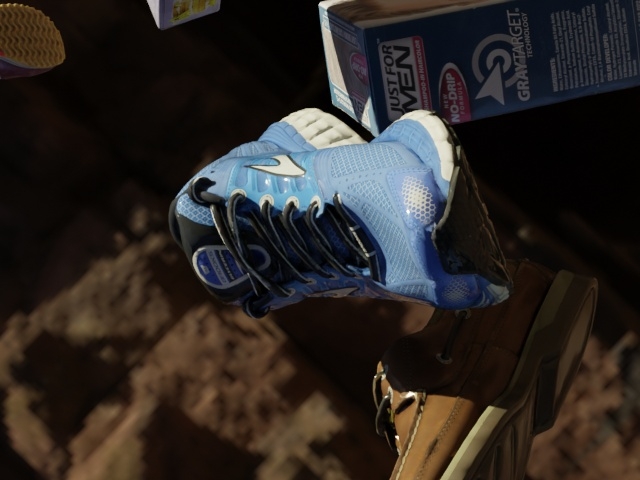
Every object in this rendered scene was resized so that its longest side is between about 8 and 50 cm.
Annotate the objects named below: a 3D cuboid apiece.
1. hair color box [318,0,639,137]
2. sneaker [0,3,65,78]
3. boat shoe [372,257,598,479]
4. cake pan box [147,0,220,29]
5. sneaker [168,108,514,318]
[{"bbox_3d":[0.188,-0.189,1.744,0.174,0.347,0.105,-134,33,-71],"label":"hair color box"},{"bbox_3d":[-0.327,-0.175,1.784,0.185,0.084,0.070,-5,-104,-46],"label":"sneaker"},{"bbox_3d":[0.083,0.115,1.221,0.104,0.111,0.307,16,-147,18],"label":"boat shoe"},{"bbox_3d":[-0.160,-0.350,1.664,0.246,0.070,0.267,107,141,-69],"label":"cake pan box"},{"bbox_3d":[0.000,0.000,1.182,0.330,0.147,0.130,9,123,66],"label":"sneaker"}]
